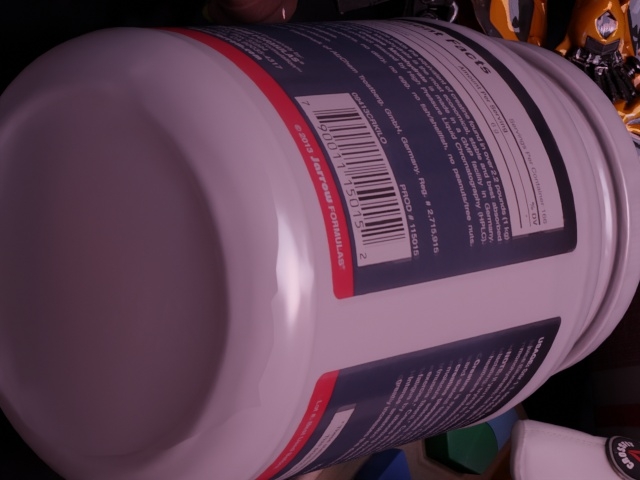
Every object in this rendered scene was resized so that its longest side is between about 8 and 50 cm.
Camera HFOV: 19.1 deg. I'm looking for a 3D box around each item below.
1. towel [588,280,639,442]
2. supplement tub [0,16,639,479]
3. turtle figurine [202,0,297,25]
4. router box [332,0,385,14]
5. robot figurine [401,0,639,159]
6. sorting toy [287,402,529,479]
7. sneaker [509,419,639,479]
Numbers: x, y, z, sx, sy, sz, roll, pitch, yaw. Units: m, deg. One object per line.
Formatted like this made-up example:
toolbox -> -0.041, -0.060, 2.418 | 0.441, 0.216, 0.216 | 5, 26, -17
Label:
towel -> 0.203, 0.169, 1.031 | 0.037, 0.237, 0.329 | -4, 85, -7
supplement tub -> 0.000, 0.000, 0.824 | 0.272, 0.191, 0.191 | -9, 100, -49
turtle figurine -> -0.058, -0.205, 0.817 | 0.217, 0.087, 0.269 | 44, 61, -42
router box -> 0.080, -0.176, 0.798 | 0.179, 0.046, 0.133 | -18, 146, -7
robot figurine -> 0.135, -0.132, 1.003 | 0.211, 0.085, 0.291 | 1, 86, -15
sorting toy -> 0.067, 0.154, 1.035 | 0.193, 0.038, 0.208 | -48, 127, -36
sneaker -> 0.067, 0.221, 0.946 | 0.330, 0.146, 0.122 | -60, -175, 21
